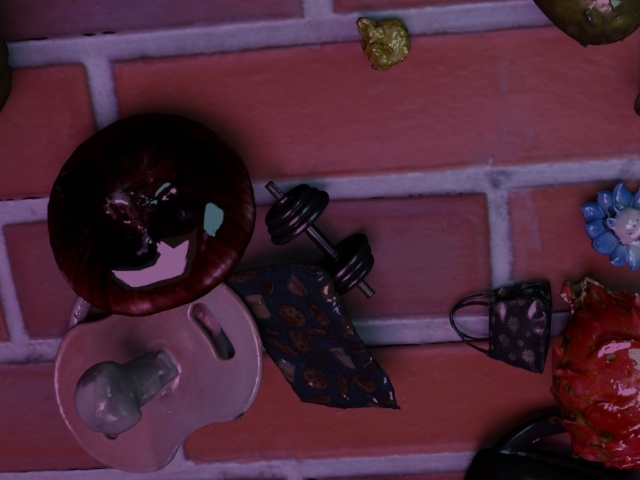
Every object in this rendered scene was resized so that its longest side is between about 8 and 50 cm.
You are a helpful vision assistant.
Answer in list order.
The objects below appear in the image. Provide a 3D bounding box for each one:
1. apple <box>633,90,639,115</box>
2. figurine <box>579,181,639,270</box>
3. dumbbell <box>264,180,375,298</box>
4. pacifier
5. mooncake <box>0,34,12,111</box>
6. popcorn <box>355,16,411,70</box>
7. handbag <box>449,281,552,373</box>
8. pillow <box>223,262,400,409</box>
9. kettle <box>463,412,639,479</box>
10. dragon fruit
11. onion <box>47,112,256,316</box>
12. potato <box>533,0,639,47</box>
[{"bbox_3d":[0.509,-0.264,1.565,0.179,0.254,0.346,42,119,33],"label":"apple"},{"bbox_3d":[0.382,-0.024,1.714,0.114,0.079,0.114,-1,94,-10],"label":"figurine"},{"bbox_3d":[0.000,0.000,1.755,0.099,0.099,0.208,-37,106,20],"label":"dumbbell"},{"bbox_3d":[-0.234,0.182,1.807,0.332,0.273,0.220,-35,123,20],"label":"pacifier"},{"bbox_3d":[-0.582,-0.123,1.575,0.262,0.467,0.467,39,113,-8],"label":"mooncake"},{"bbox_3d":[0.075,-0.250,1.653,0.083,0.059,0.068,35,74,-19],"label":"popcorn"},{"bbox_3d":[0.244,0.110,1.807,0.139,0.072,0.115,7,118,17],"label":"handbag"},{"bbox_3d":[-0.013,0.134,1.795,0.189,0.034,0.256,-3,127,43],"label":"pillow"},{"bbox_3d":[0.345,0.393,1.876,0.271,0.251,0.207,10,147,-7],"label":"kettle"},{"bbox_3d":[0.397,0.167,1.744,0.210,0.205,0.268,-34,73,58],"label":"dragon fruit"},{"bbox_3d":[-0.221,-0.039,1.667,0.273,0.285,0.273,-2,80,9],"label":"onion"},{"bbox_3d":[0.298,-0.344,1.559,0.149,0.113,0.251,-28,101,26],"label":"potato"}]
